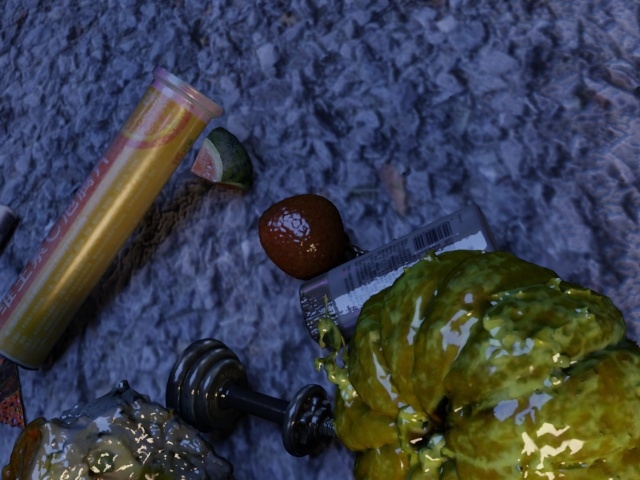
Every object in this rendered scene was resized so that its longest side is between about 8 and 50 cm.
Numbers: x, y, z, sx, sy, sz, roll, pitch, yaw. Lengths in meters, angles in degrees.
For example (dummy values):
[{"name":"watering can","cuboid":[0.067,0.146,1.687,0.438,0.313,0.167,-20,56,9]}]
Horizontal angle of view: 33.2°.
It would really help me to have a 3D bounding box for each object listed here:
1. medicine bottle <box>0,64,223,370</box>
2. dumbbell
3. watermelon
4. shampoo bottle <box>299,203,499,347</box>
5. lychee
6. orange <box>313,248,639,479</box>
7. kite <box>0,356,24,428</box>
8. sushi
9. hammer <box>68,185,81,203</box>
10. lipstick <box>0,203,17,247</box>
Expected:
[{"name":"medicine bottle","cuboid":[-0.290,-0.026,1.417,0.108,0.108,0.426,33,89,44]},{"name":"dumbbell","cuboid":[-0.062,0.181,1.168,0.255,0.110,0.110,13,65,31]},{"name":"watermelon","cuboid":[-0.137,-0.109,1.443,0.072,0.084,0.092,-15,69,10]},{"name":"shampoo bottle","cuboid":[0.087,0.041,1.205,0.227,0.056,0.086,-26,48,13]},{"name":"lychee","cuboid":[-0.006,0.002,1.274,0.101,0.140,0.114,-55,8,-9]},{"name":"orange","cuboid":[0.159,0.145,0.931,0.301,0.223,0.300,-17,90,48]},{"name":"kite","cuboid":[-0.450,0.191,1.468,0.222,0.008,0.125,2,58,34]},{"name":"sushi","cuboid":[-0.186,0.271,1.104,0.184,0.274,0.139,-51,19,-18]},{"name":"hammer","cuboid":[-0.290,-0.099,1.560,0.116,0.069,0.193,-14,42,24]},{"name":"lipstick","cuboid":[-0.505,0.011,1.622,0.040,0.040,0.141,2,57,34]}]
